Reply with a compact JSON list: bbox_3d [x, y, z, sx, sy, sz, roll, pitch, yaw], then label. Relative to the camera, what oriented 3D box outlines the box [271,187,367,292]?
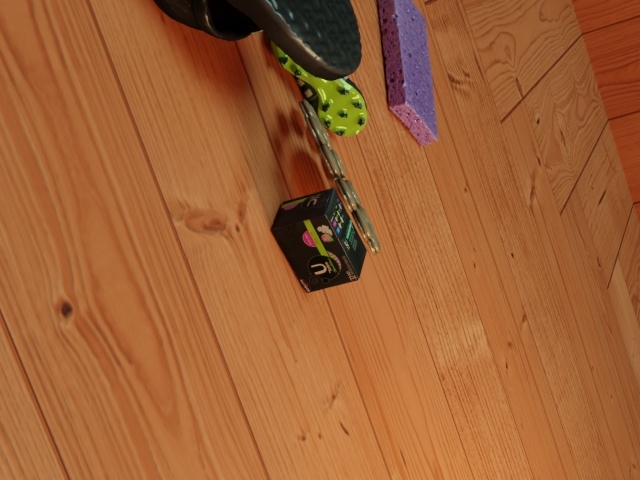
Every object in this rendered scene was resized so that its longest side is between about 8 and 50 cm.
[{"bbox_3d":[0.000,0.000,1.190,0.083,0.062,0.052,61,27,-28],"label":"box"}]

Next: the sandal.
[{"bbox_3d":[-0.126,-0.280,1.057,0.445,0.107,0.168,33,47,-41],"label":"sandal"}]

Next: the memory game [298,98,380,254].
[{"bbox_3d":[0.022,-0.068,1.268,0.186,0.012,0.186,64,5,-9],"label":"memory game"}]

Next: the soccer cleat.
[{"bbox_3d":[0.000,-0.184,1.318,0.179,0.060,0.072,49,21,-46],"label":"soccer cleat"}]

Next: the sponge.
[{"bbox_3d":[0.122,-0.249,1.669,0.117,0.031,0.210,38,43,-55],"label":"sponge"}]
